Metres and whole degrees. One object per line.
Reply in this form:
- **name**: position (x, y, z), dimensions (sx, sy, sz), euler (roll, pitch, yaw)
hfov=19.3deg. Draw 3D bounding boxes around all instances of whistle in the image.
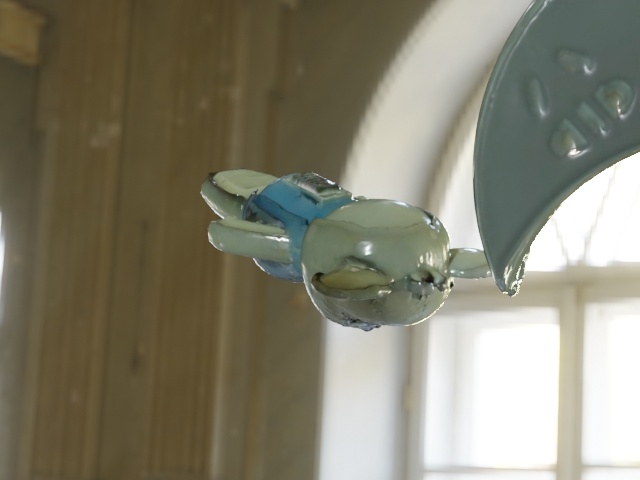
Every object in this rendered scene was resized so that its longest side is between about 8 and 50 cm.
- **whistle**: position (0.000, 0.000, 1.071), dimensions (0.114, 0.077, 0.235), euler (-11, 19, -29)

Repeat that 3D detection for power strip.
- **power strip**: position (0.183, -0.056, 0.752), dimensions (0.253, 0.168, 0.054), euler (-3, 12, 18)
